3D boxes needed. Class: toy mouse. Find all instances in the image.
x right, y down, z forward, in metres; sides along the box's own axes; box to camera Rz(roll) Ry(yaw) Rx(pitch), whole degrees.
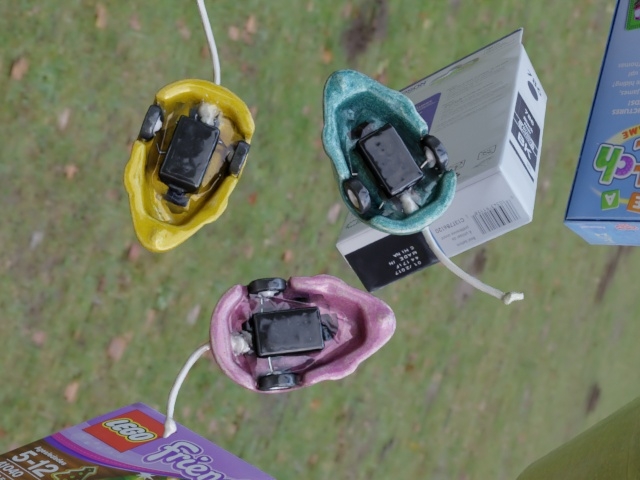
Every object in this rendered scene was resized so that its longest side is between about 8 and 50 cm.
[{"bbox_3d":[0.000,0.000,0.466,0.031,0.143,0.161,127,-22,-74],"label":"toy mouse"}]

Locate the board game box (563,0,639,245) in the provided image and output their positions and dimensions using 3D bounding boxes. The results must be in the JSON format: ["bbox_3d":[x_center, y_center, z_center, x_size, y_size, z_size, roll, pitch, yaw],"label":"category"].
[{"bbox_3d":[0.229,-0.098,0.716,0.039,0.160,0.211,34,67,-44],"label":"board game box"}]

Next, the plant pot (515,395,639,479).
[{"bbox_3d":[0.268,0.214,0.962,0.254,0.276,0.276,-36,-161,54],"label":"plant pot"}]

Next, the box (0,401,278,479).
[{"bbox_3d":[-0.079,0.177,0.626,0.201,0.293,0.057,-18,117,-40],"label":"box"}]

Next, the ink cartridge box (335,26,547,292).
[{"bbox_3d":[0.124,-0.084,1.247,0.065,0.165,0.333,55,27,-19],"label":"ink cartridge box"}]
